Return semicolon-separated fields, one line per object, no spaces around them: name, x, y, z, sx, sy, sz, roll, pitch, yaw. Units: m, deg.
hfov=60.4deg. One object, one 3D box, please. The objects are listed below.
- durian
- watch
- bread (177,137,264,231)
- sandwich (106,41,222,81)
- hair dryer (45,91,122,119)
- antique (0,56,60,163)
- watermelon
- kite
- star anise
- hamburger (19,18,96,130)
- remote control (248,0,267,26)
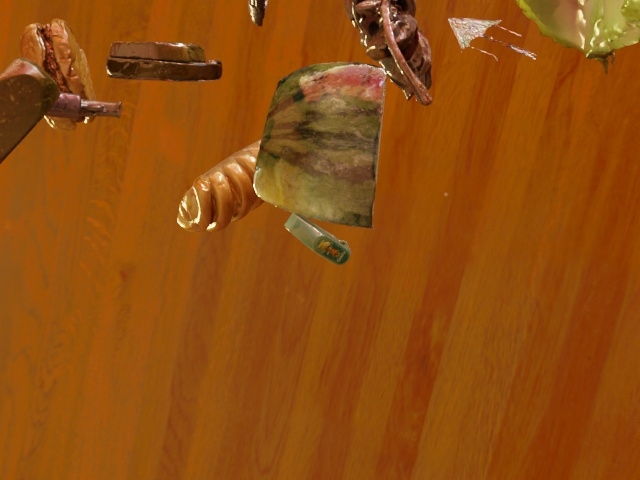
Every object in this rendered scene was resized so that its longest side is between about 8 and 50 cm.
durian;0.280;-0.248;0.508;0.158;0.352;0.169;-12;98;3
watch;0.000;0.000;1.665;0.237;0.195;0.068;30;97;-31
bread;-0.175;-0.128;1.246;0.121;0.311;0.173;49;146;2
sandwich;-0.335;-0.394;1.209;0.235;0.159;0.079;0;109;-7
hair dryer;-0.500;-0.253;0.901;0.301;0.361;0.121;-4;86;51
antique;-0.489;-0.175;0.822;0.081;0.080;0.221;43;80;-33
watermelon;0.019;-0.157;0.931;0.213;0.201;0.261;11;88;14
kite;0.415;-0.498;1.353;0.244;0.006;0.198;34;57;18
star anise;0.157;-0.397;1.089;0.139;0.316;0.359;-34;80;23
hamburger;-0.674;-0.418;1.426;0.145;0.283;0.259;-16;79;-9
remote control;-0.167;-0.681;1.438;0.066;0.266;0.090;7;58;-6
